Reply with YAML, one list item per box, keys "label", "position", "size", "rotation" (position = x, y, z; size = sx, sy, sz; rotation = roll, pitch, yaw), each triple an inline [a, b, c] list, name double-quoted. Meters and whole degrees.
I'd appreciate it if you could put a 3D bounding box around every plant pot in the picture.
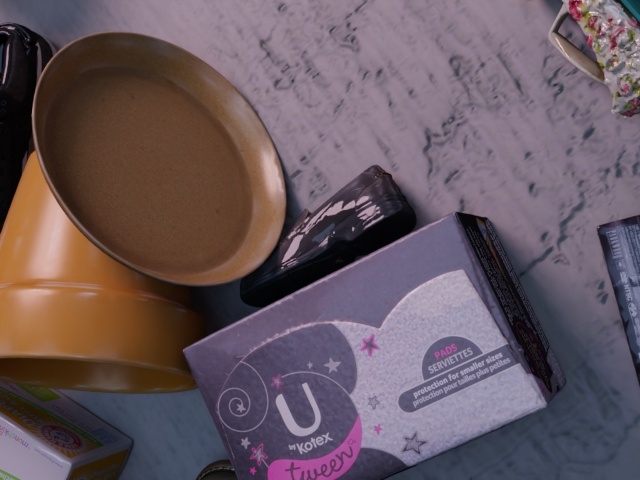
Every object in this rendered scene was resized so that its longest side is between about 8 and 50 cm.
- label: "plant pot"
  position: [-0.132, -0.065, 0.889]
  size: [0.032, 0.236, 0.236]
  rotation: [-35, 78, 42]
- label: "plant pot"
  position: [-0.196, 0.024, 0.925]
  size: [0.205, 0.205, 0.188]
  rotation: [-2, 74, 19]

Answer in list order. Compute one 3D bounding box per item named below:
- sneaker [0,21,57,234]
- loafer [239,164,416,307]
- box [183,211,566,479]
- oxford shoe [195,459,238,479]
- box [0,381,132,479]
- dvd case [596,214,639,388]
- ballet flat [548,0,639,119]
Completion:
- label: "sneaker"
  position: [-0.311, -0.095, 0.980]
  size: [0.079, 0.121, 0.217]
  rotation: [15, 91, 6]
- label: "loafer"
  position: [0.000, 0.000, 0.927]
  size: [0.170, 0.062, 0.061]
  rotation: [-30, 59, 13]
- label: "box"
  position: [0.046, 0.103, 0.860]
  size: [0.247, 0.142, 0.163]
  rotation: [-27, 81, 17]
- label: "oxford shoe"
  position: [-0.082, 0.365, 0.909]
  size: [0.123, 0.130, 0.348]
  rotation: [-2, 89, 19]
- label: "box"
  position: [-0.295, 0.186, 0.990]
  size: [0.203, 0.114, 0.103]
  rotation: [29, 99, 15]
- label: "dvd case"
  position: [0.342, 0.039, 0.826]
  size: [0.221, 0.018, 0.164]
  rotation: [-16, 84, 19]
- label: "ballet flat"
  position: [0.197, -0.196, 0.845]
  size: [0.077, 0.091, 0.241]
  rotation: [-43, 73, 37]
